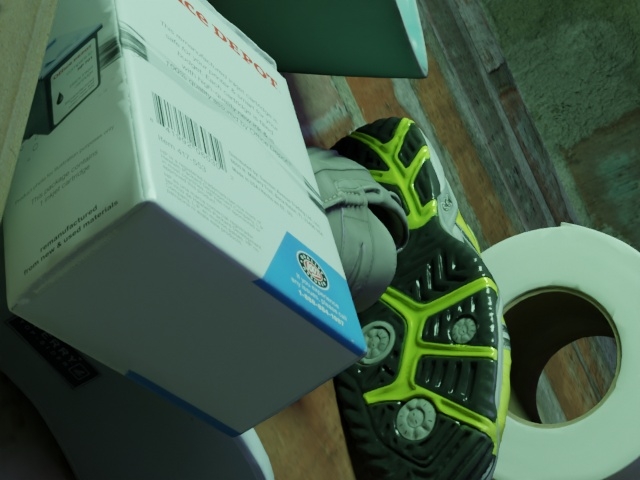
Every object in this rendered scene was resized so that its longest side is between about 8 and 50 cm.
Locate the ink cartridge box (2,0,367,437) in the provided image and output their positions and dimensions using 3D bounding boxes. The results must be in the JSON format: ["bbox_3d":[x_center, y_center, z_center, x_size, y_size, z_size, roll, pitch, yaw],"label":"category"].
[{"bbox_3d":[-0.067,-0.029,0.613,0.140,0.082,0.190,38,24,-40],"label":"ink cartridge box"}]

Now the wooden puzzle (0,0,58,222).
[{"bbox_3d":[-0.205,-0.100,0.416,0.322,0.081,0.347,23,75,-61],"label":"wooden puzzle"}]

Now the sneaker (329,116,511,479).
[{"bbox_3d":[0.095,0.062,1.129,0.147,0.145,0.384,50,24,-40],"label":"sneaker"}]

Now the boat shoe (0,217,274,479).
[{"bbox_3d":[-0.098,0.045,0.659,0.258,0.095,0.084,58,23,-28],"label":"boat shoe"}]

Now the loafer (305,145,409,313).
[{"bbox_3d":[0.000,0.000,0.948,0.111,0.112,0.319,29,17,6],"label":"loafer"}]

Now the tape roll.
[{"bbox_3d":[0.237,0.127,1.291,0.169,0.246,0.246,37,33,-58],"label":"tape roll"}]

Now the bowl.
[{"bbox_3d":[-0.033,-0.258,1.085,0.311,0.163,0.311,-14,90,-80],"label":"bowl"}]
